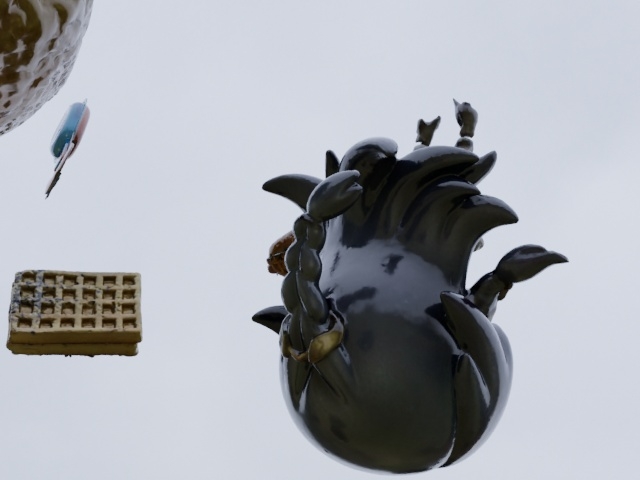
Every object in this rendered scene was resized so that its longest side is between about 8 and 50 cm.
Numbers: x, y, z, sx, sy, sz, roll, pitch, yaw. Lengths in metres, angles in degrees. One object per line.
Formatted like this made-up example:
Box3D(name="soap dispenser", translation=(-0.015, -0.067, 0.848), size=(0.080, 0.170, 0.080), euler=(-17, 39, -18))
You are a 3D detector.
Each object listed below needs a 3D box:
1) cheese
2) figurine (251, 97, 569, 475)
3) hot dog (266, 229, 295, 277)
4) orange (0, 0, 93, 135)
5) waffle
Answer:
Box3D(name="cheese", translation=(-0.380, -0.144, 1.506), size=(0.037, 0.256, 0.106), euler=(26, -69, -20))
Box3D(name="figurine", translation=(0.052, 0.037, 0.737), size=(0.197, 0.265, 0.175), euler=(-12, -6, -17))
Box3D(name="hot dog", translation=(0.000, 0.000, 1.481), size=(0.188, 0.055, 0.072), euler=(-32, -76, 20))
Box3D(name="orange", translation=(-0.341, -0.207, 0.772), size=(0.357, 0.322, 0.322), euler=(5, -48, 25))
Box3D(name="waffle", translation=(-0.275, 0.081, 1.132), size=(0.148, 0.102, 0.042), euler=(3, -44, -13))
